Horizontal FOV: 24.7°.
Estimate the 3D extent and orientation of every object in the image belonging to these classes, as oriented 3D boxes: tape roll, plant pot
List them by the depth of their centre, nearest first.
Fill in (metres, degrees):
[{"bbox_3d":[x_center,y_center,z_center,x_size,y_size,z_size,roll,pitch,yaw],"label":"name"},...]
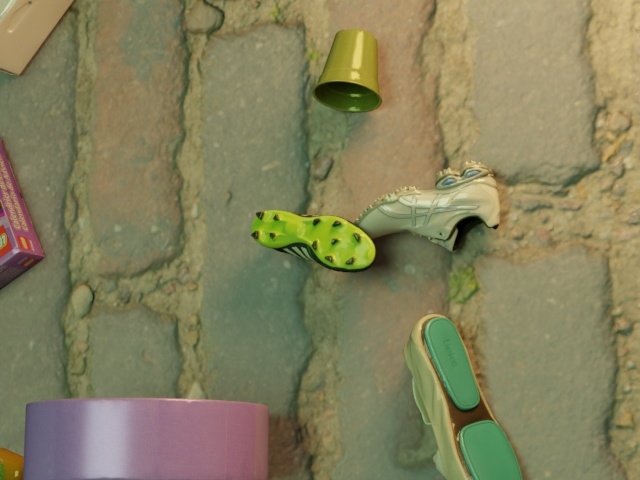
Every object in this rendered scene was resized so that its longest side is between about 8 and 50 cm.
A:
[{"bbox_3d":[-0.196,0.230,1.657,0.274,0.275,0.090,-6,78,29],"label":"tape roll"},{"bbox_3d":[0.037,-0.204,1.721,0.083,0.083,0.079,-2,67,30],"label":"plant pot"}]

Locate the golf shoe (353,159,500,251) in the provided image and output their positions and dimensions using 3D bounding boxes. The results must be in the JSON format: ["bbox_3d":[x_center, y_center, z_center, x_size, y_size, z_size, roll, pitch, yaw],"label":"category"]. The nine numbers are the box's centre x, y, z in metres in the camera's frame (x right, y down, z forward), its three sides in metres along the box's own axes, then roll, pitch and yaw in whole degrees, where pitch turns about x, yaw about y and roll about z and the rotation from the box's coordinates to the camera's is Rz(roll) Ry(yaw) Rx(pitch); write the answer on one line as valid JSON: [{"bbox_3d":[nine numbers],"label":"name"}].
[{"bbox_3d":[0.120,-0.023,1.643,0.176,0.069,0.086,-22,77,27],"label":"golf shoe"}]

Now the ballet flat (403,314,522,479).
[{"bbox_3d":[0.149,0.202,1.586,0.086,0.086,0.248,-27,67,23],"label":"ballet flat"}]

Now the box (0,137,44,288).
[{"bbox_3d":[-0.530,0.009,2.016,0.293,0.057,0.201,-34,67,21],"label":"box"}]

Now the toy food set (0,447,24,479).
[{"bbox_3d":[-0.369,0.384,1.816,0.104,0.111,0.232,12,89,42],"label":"toy food set"}]

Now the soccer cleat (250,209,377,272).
[{"bbox_3d":[0.000,0.000,1.700,0.179,0.072,0.060,15,86,36],"label":"soccer cleat"}]

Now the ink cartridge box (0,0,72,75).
[{"bbox_3d":[-0.460,-0.367,2.018,0.172,0.100,0.237,-51,60,13],"label":"ink cartridge box"}]
